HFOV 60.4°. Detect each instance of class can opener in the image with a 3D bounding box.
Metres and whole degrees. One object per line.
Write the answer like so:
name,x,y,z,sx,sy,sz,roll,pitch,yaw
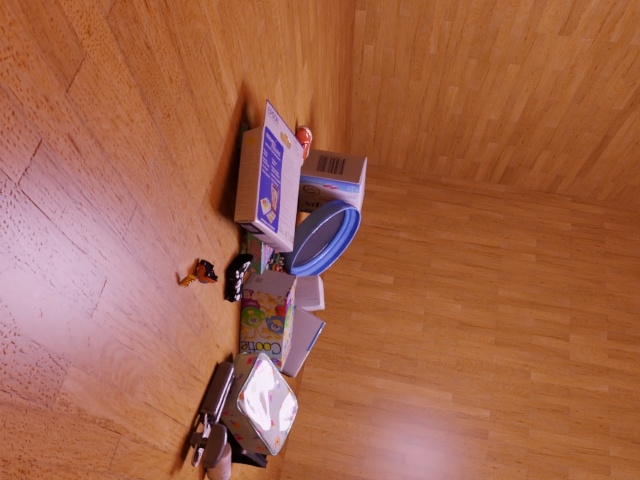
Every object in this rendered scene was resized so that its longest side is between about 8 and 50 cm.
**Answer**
can opener,-0.258,0.444,1.403,0.283,0.095,0.076,-73,171,-47

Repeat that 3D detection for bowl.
bowl,0.000,0.000,2.225,0.391,0.077,0.391,-38,156,-21

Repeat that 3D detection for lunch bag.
lunch bag,-0.181,0.475,1.612,0.279,0.107,0.224,64,32,-31

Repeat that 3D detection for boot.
boot,-0.216,0.101,1.467,0.121,0.045,0.099,-54,151,-57
boot,-0.218,0.598,1.818,0.348,0.131,0.260,88,13,-58
boot,-0.070,-0.345,2.029,0.158,0.059,0.085,94,13,-48

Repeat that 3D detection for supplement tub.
supplement tub,-0.285,0.621,1.543,0.071,0.070,0.107,-69,167,-59

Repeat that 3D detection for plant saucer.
plant saucer,-0.176,-0.249,1.414,0.192,0.018,0.067,17,83,-84

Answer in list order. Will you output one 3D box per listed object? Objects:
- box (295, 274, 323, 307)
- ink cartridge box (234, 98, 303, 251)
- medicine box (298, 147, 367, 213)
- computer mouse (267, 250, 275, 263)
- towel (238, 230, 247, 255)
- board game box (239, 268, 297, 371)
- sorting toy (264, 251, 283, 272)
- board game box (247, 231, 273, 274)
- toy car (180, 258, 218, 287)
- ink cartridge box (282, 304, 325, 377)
box,-0.082,0.209,2.121,0.181,0.181,0.119,68,17,-78
ink cartridge box,-0.126,-0.153,1.416,0.303,0.072,0.307,43,47,-69
medicine box,0.048,-0.229,2.294,0.289,0.263,0.149,87,14,-61
computer mouse,-0.162,-0.009,1.810,0.193,0.042,0.106,101,8,-52
towel,-0.198,0.000,1.573,0.113,0.023,0.152,83,18,-66
board game box,-0.163,0.247,1.717,0.144,0.142,0.275,-67,165,-63
sorting toy,-0.164,0.114,1.941,0.274,0.046,0.132,-69,167,-62
board game box,-0.157,-0.028,1.583,0.210,0.047,0.160,-69,169,-51
toy car,-0.263,0.070,1.146,0.040,0.060,0.122,-38,163,15
ink cartridge box,-0.105,0.380,2.028,0.223,0.129,0.307,-60,179,-15
